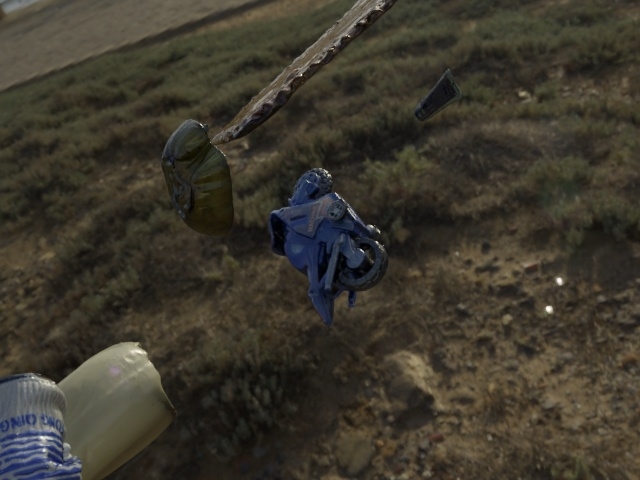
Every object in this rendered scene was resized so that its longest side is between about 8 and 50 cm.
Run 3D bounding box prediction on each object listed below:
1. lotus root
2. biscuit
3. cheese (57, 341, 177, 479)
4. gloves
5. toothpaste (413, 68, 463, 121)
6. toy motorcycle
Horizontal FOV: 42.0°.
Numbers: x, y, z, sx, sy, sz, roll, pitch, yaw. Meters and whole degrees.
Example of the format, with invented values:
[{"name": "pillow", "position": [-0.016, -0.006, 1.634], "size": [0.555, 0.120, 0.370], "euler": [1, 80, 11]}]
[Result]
[{"name": "lotus root", "position": [-0.220, -0.099, 1.412], "size": [0.077, 0.204, 0.183], "euler": [-20, 30, -30]}, {"name": "biscuit", "position": [0.010, -0.148, 0.607], "size": [0.232, 0.013, 0.237], "euler": [-44, 12, -6]}, {"name": "cheese", "position": [-0.308, 0.251, 1.124], "size": [0.233, 0.127, 0.266], "euler": [-39, -9, -15]}, {"name": "gloves", "position": [-0.270, 0.233, 0.751], "size": [0.097, 0.119, 0.229], "euler": [-15, 65, 29]}, {"name": "toothpaste", "position": [0.139, -0.167, 1.004], "size": [0.021, 0.037, 0.140], "euler": [-28, -2, -15]}, {"name": "toy motorcycle", "position": [0.000, 0.000, 0.969], "size": [0.114, 0.076, 0.205], "euler": [-42, 46, 10]}]
